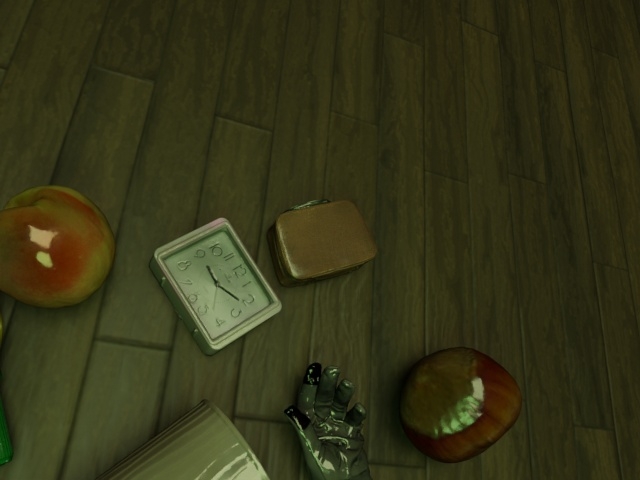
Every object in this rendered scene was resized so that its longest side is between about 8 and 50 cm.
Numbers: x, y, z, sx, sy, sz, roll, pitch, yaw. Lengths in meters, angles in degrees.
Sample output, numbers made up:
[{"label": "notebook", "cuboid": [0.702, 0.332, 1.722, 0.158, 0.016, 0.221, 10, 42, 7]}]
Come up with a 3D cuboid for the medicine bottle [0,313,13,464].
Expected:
[{"label": "medicine bottle", "cuboid": [-0.489, 0.163, 0.725, 0.111, 0.076, 0.308, -20, 80, -11]}]

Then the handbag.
[{"label": "handbag", "cuboid": [0.000, 0.000, 1.003, 0.194, 0.072, 0.151, -12, 75, -25]}]

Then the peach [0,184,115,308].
[{"label": "peach", "cuboid": [-0.393, 0.012, 0.772, 0.184, 0.184, 0.184, 8, 67, -20]}]

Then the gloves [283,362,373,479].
[{"label": "gloves", "cuboid": [0.022, 0.340, 0.856, 0.142, 0.119, 0.285, -8, 87, -37]}]

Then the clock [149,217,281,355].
[{"label": "clock", "cuboid": [-0.180, 0.077, 0.899, 0.150, 0.063, 0.197, -30, 84, -30]}]

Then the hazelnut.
[{"label": "hazelnut", "cuboid": [0.242, 0.289, 0.943, 0.210, 0.210, 0.186, -30, 61, -30]}]

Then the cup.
[{"label": "cup", "cuboid": [-0.191, 0.404, 0.700, 0.273, 0.208, 0.288, -29, 111, -29]}]
